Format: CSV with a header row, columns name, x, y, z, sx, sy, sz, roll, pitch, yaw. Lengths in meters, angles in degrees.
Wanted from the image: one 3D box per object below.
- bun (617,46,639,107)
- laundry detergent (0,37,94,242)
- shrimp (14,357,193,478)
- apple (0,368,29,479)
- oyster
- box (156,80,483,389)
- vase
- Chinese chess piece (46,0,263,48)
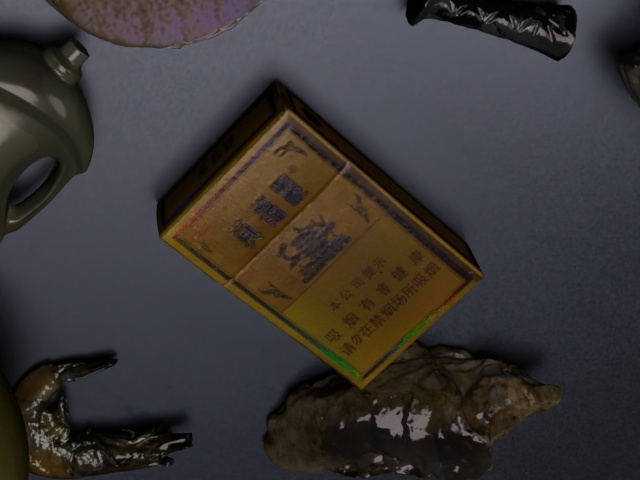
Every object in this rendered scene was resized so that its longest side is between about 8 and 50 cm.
name,x,y,z,sx,sy,sz,roll,pitch,yaw
bun,0.458,-0.192,1.357,0.281,0.205,0.281,-5,119,-9
laundry detergent,-0.321,-0.102,1.327,0.253,0.091,0.181,-41,118,11
shrimp,-0.253,0.202,1.525,0.217,0.051,0.150,-1,110,-5
apple,-0.439,0.212,1.364,0.292,0.292,0.254,3,93,-12
oyster,0.105,0.206,1.553,0.341,0.110,0.166,4,111,2
box,0.000,0.000,1.442,0.301,0.084,0.193,39,105,-25
vase,0.173,-0.227,1.370,0.167,0.059,0.059,11,115,-15
Chinese chess piece,-0.144,-0.301,1.203,0.270,0.112,0.270,-14,137,-14
